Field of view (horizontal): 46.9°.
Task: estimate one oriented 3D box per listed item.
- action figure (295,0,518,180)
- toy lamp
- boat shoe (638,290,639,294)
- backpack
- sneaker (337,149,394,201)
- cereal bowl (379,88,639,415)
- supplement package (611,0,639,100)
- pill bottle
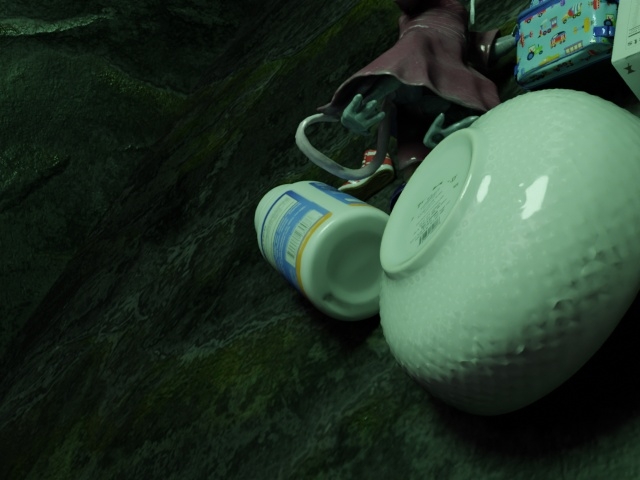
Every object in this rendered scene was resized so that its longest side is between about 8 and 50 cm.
[{"bbox_3d":[0.161,-0.253,1.031,0.276,0.248,0.370,-35,29,42],"label":"action figure"},{"bbox_3d":[0.132,-0.137,1.094,0.080,0.080,0.274,-34,33,31],"label":"toy lamp"},{"bbox_3d":[0.375,-0.062,0.625,0.302,0.109,0.094,-53,38,18],"label":"boat shoe"},{"bbox_3d":[0.315,-0.266,0.884,0.158,0.117,0.173,-12,65,52],"label":"backpack"},{"bbox_3d":[0.066,-0.101,1.184,0.118,0.042,0.067,-28,38,25],"label":"sneaker"},{"bbox_3d":[0.161,-0.009,0.729,0.339,0.141,0.339,-55,15,22],"label":"cereal bowl"},{"bbox_3d":[0.399,-0.241,0.749,0.139,0.134,0.244,-19,41,46],"label":"supplement package"},{"bbox_3d":[0.000,0.000,1.042,0.152,0.152,0.272,-52,26,-2],"label":"pill bottle"}]
